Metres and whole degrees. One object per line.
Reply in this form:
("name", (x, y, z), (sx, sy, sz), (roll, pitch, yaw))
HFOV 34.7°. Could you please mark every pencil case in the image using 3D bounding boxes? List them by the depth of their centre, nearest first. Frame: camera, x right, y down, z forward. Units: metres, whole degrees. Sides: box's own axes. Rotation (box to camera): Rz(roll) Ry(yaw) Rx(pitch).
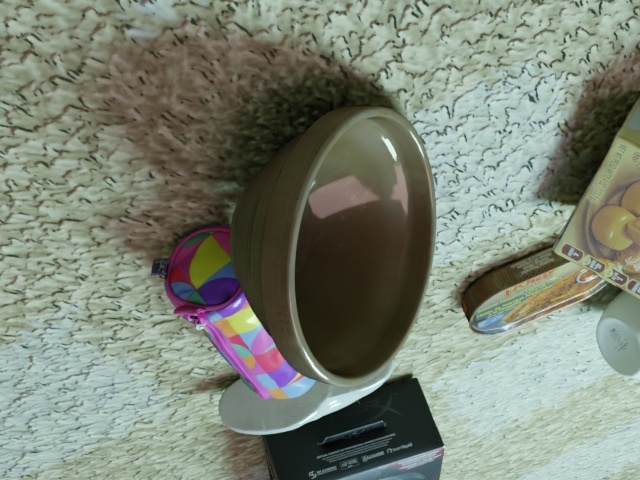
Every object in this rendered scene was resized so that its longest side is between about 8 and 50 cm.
("pencil case", (-0.073, 0.077, 1.003), (0.104, 0.104, 0.236), (-25, 146, 6))

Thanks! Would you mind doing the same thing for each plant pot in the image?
("plant pot", (0.000, 0.000, 0.883), (0.110, 0.237, 0.237), (8, 162, 34))

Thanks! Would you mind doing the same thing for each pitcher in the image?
("pitcher", (0.453, 0.114, 1.334), (0.207, 0.125, 0.178), (-20, 155, -25))

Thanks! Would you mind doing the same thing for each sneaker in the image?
("sneaker", (-0.016, 0.186, 1.214), (0.212, 0.080, 0.094), (-15, 157, -12))

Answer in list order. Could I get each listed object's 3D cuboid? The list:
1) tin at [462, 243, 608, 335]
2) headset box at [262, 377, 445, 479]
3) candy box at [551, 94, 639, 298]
("tin", (0.257, 0.052, 1.207), (0.189, 0.040, 0.106), (-23, 150, 1))
("headset box", (0.043, 0.308, 1.375), (0.218, 0.110, 0.293), (-15, 146, -9))
("candy box", (0.411, 0.008, 1.005), (0.087, 0.316, 0.183), (-50, 164, -36))
